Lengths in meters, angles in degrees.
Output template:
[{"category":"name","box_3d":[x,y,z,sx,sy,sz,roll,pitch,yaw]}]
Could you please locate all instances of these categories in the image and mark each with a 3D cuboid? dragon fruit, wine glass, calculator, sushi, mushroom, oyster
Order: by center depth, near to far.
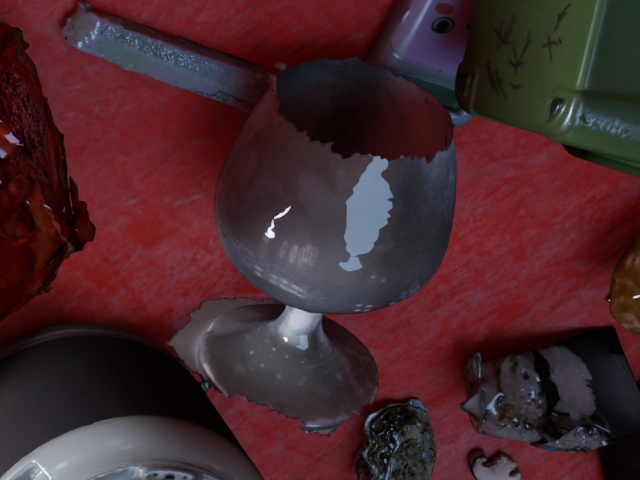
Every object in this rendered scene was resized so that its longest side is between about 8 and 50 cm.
[{"category":"dragon fruit","box_3d":[-0.339,-0.047,1.298,0.302,0.295,0.295,-19,132,-17]},{"category":"wine glass","box_3d":[0.000,0.000,1.544,0.238,0.238,0.323,0,126,-26]},{"category":"calculator","box_3d":[0.132,-0.208,1.571,0.141,0.045,0.246,14,120,-34]},{"category":"sushi","box_3d":[0.246,0.196,1.912,0.273,0.134,0.109,-7,161,-34]},{"category":"oyster","box_3d":[0.090,0.264,1.925,0.125,0.064,0.177,-21,124,-30]},{"category":"mushroom","box_3d":[0.217,0.285,2.028,0.049,0.019,0.101,-45,134,13]}]

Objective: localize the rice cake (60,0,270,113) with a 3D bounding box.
[{"category":"rice cake","box_3d":[-0.137,-0.165,1.478,0.211,0.034,0.043,16,115,-35]}]

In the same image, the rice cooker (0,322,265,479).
[{"category":"rice cooker","box_3d":[-0.228,0.264,1.582,0.335,0.325,0.335,-9,114,-20]}]

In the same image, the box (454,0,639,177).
[{"category":"box","box_3d":[0.255,-0.224,1.424,0.178,0.253,0.328,5,100,-28]}]

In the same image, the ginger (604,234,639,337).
[{"category":"ginger","box_3d":[0.512,0.019,1.858,0.418,0.176,0.254,0,118,-29]}]

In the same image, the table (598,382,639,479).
[{"category":"table","box_3d":[0.456,0.288,2.043,0.169,0.172,0.193,-27,132,-8]}]
